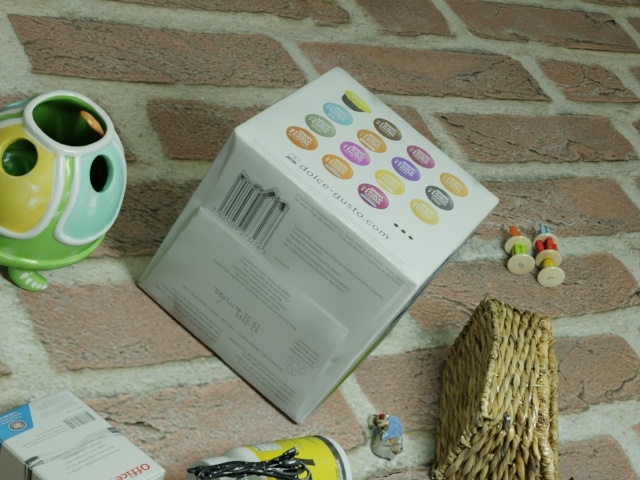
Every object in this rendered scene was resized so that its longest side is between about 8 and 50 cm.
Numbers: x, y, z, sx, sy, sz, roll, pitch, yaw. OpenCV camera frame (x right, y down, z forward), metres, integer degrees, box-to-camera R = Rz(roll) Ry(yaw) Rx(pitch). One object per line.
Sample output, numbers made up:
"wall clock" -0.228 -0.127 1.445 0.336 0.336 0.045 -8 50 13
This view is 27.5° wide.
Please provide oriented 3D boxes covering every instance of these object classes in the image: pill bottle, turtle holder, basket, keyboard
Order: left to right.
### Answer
"turtle holder" -0.421 -0.089 1.841 0.320 0.227 0.243 -4 52 -41
"keyboard" -0.118 0.351 1.616 0.317 0.201 0.033 2 23 -36
"pill bottle" -0.070 0.329 1.741 0.209 0.119 0.119 -2 50 -39
"basket" 0.322 0.252 2.047 0.223 0.213 0.299 23 37 -6

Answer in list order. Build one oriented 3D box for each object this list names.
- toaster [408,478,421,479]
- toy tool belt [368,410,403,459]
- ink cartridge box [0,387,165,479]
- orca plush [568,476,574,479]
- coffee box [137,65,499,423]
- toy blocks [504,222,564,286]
"toaster" 0.143 0.435 1.785 0.227 0.129 0.146 37 38 0
"toy tool belt" 0.105 0.288 1.984 0.052 0.051 0.083 18 39 -22
"ink cartridge box" -0.307 0.280 1.599 0.191 0.082 0.140 35 33 27
"orca plush" 0.503 0.471 2.050 0.287 0.102 0.151 44 37 12
"coffee box" 0.000 0.000 1.982 0.338 0.338 0.334 41 36 7
"toy blocks" 0.411 0.011 2.540 0.123 0.054 0.148 23 38 -17
